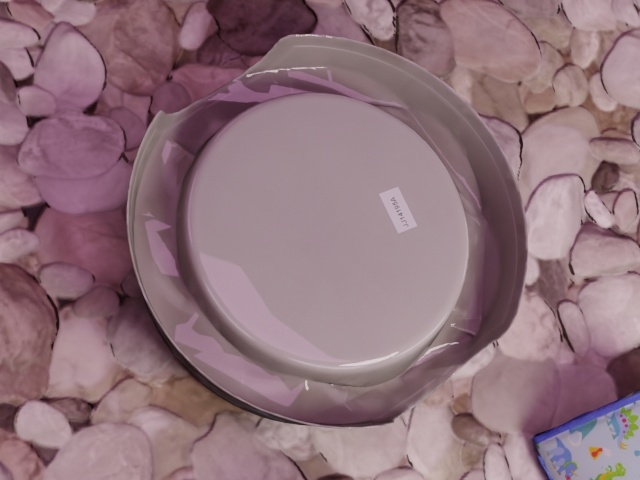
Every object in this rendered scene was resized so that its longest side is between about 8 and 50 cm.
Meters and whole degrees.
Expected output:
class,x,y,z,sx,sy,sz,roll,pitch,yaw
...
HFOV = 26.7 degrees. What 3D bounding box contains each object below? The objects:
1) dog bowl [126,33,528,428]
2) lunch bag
class,x,y,z,sx,sy,sz,roll,pitch,yaw
dog bowl,0.000,0.000,1.162,0.348,0.102,0.349,5,71,-15
lunch bag,0.279,0.200,1.181,0.151,0.096,0.129,-26,79,7
